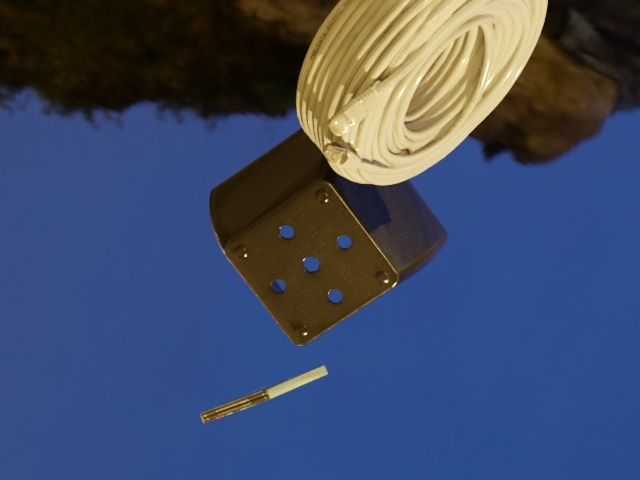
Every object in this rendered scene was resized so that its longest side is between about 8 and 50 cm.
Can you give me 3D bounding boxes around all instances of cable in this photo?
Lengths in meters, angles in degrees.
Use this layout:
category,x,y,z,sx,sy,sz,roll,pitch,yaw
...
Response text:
category,x,y,z,sx,sy,sz,roll,pitch,yaw
cable,0.093,-0.163,1.378,0.089,0.257,0.257,42,-89,23

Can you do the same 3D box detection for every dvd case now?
category,x,y,z,sx,sy,sz,roll,pitch,yaw
dvd case,-0.060,0.162,1.612,0.119,0.087,0.013,-23,-93,47

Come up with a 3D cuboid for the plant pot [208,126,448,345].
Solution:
category,x,y,z,sx,sy,sz,roll,pitch,yaw
plant pot,0.000,0.000,1.531,0.187,0.188,0.167,-33,-168,15
